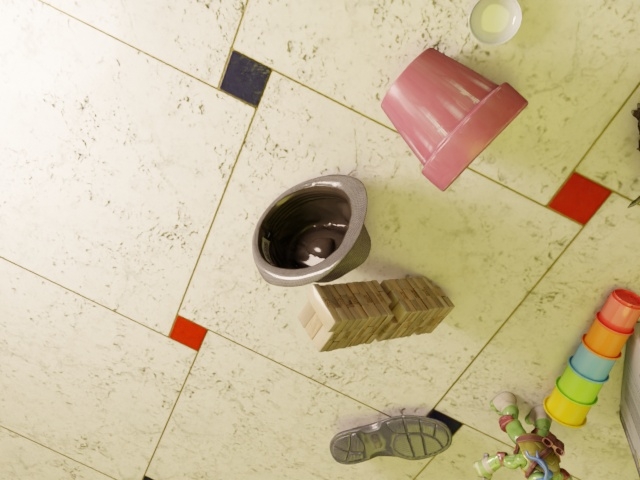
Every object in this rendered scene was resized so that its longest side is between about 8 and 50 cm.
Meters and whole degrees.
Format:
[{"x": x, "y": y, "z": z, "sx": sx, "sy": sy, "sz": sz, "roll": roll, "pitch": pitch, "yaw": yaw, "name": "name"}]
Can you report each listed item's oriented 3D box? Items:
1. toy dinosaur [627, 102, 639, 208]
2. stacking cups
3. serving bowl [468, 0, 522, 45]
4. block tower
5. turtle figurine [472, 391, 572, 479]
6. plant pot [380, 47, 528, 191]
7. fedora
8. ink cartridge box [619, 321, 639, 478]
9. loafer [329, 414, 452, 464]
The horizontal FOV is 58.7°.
[{"x": 0.553, "y": -0.181, "z": 0.893, "sx": 0.121, "sy": 0.160, "sz": 0.313, "roll": 26, "pitch": 122, "yaw": -1, "name": "toy dinosaur"}, {"x": 0.559, "y": 0.243, "z": 1.172, "sx": 0.096, "sy": 0.096, "sz": 0.316, "roll": 13, "pitch": 120, "yaw": 5, "name": "stacking cups"}, {"x": 0.285, "y": -0.363, "z": 0.930, "sx": 0.083, "sy": 0.027, "sz": 0.083, "roll": 6, "pitch": 120, "yaw": 10, "name": "serving bowl"}, {"x": 0.110, "y": 0.138, "z": 1.108, "sx": 0.335, "sy": 0.091, "sz": 0.097, "roll": 2, "pitch": 132, "yaw": -42, "name": "block tower"}, {"x": 0.435, "y": 0.486, "z": 1.234, "sx": 0.198, "sy": 0.266, "sz": 0.274, "roll": -9, "pitch": 116, "yaw": 18, "name": "turtle figurine"}, {"x": 0.208, "y": -0.212, "z": 0.949, "sx": 0.180, "sy": 0.201, "sz": 0.201, "roll": 43, "pitch": 120, "yaw": 5, "name": "plant pot"}, {"x": 0.000, "y": 0.000, "z": 1.107, "sx": 0.275, "sy": 0.243, "sz": 0.124, "roll": -9, "pitch": 146, "yaw": 34, "name": "fedora"}, {"x": 0.680, "y": 0.352, "z": 1.079, "sx": 0.130, "sy": 0.309, "sz": 0.271, "roll": -3, "pitch": 119, "yaw": 14, "name": "ink cartridge box"}, {"x": 0.174, "y": 0.485, "z": 1.412, "sx": 0.303, "sy": 0.095, "sz": 0.109, "roll": -13, "pitch": 85, "yaw": 14, "name": "loafer"}]
